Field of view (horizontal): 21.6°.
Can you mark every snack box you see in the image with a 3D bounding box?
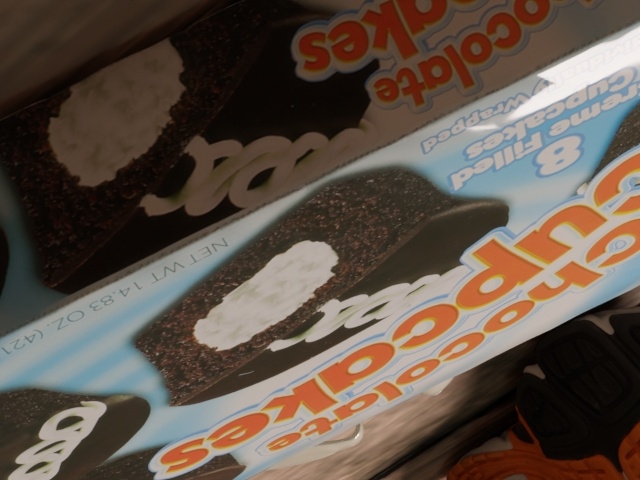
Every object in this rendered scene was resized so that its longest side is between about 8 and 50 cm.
[{"bbox_3d":[0.000,0.000,0.481,0.322,0.060,0.187,-27,157,0],"label":"snack box"}]

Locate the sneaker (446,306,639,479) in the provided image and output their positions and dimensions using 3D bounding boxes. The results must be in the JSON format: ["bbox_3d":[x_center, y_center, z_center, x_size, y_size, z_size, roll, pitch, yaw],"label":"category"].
[{"bbox_3d":[0.154,0.084,0.791,0.121,0.099,0.262,-23,165,-26],"label":"sneaker"}]

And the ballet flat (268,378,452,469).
[{"bbox_3d":[0.016,0.043,0.595,0.168,0.052,0.057,-27,156,0],"label":"ballet flat"}]
